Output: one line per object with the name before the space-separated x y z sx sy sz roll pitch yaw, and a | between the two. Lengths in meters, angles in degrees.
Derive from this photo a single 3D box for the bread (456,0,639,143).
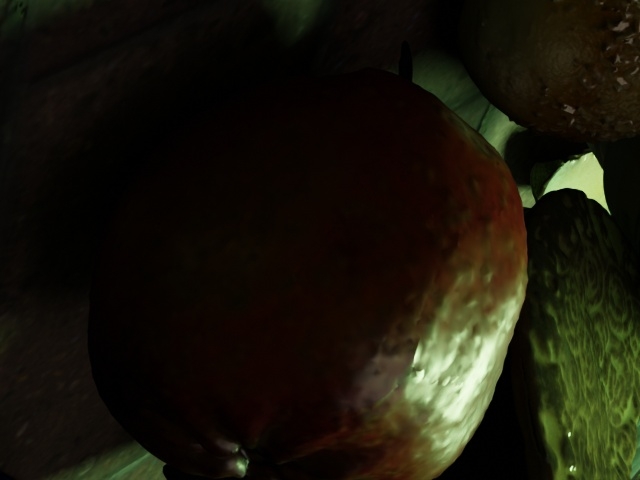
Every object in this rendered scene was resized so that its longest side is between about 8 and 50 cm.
bread | 0.230 -0.188 1.274 0.305 0.159 0.305 -37 158 -18

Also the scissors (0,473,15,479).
scissors | -0.224 0.166 1.278 0.039 0.012 0.113 -43 159 -6

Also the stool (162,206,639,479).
stool | 0.094 0.120 1.429 0.330 0.297 0.297 -21 148 -56

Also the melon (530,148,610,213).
melon | 0.222 -0.053 1.634 0.098 0.054 0.182 -28 166 40

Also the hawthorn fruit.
hawthorn fruit | 0.000 0.000 1.139 0.254 0.254 0.300 91 13 -62

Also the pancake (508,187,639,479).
pancake | 0.184 0.103 1.273 0.033 0.288 0.286 -13 163 24

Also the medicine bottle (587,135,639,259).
medicine bottle | 0.332 -0.022 1.412 0.214 0.378 0.213 -10 132 -11
